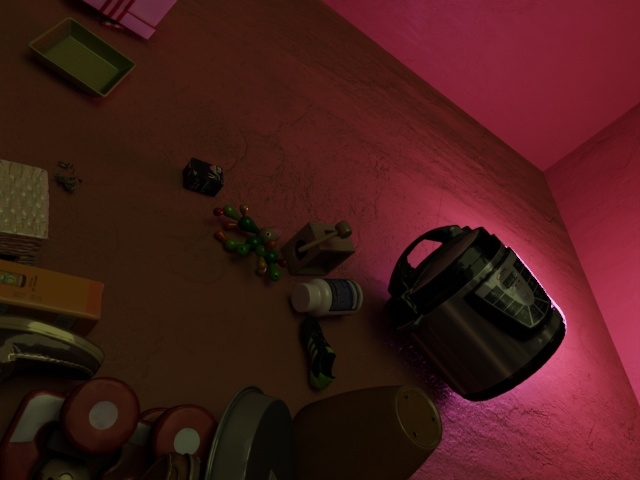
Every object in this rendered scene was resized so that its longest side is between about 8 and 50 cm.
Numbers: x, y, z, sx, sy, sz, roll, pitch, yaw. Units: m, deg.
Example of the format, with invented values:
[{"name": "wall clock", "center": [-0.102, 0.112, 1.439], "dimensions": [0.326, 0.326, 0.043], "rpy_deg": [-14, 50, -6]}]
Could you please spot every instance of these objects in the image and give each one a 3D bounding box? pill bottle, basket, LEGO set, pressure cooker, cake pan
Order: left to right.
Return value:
[{"name": "basket", "center": [-0.532, -0.046, 0.901], "dimensions": [0.113, 0.103, 0.167], "rpy_deg": [12, 49, -41]}, {"name": "LEGO set", "center": [-0.510, -0.124, 1.070], "dimensions": [0.054, 0.023, 0.083], "rpy_deg": [26, 28, -30]}, {"name": "cake pan", "center": [-0.101, 0.380, 0.840], "dimensions": [0.293, 0.054, 0.292], "rpy_deg": [0, 90, -76]}, {"name": "pill bottle", "center": [0.015, 0.139, 1.296], "dimensions": [0.170, 0.094, 0.094], "rpy_deg": [5, 54, -43]}, {"name": "pressure cooker", "center": [0.380, 0.168, 1.425], "dimensions": [0.420, 0.376, 0.370], "rpy_deg": [50, 11, 3]}]

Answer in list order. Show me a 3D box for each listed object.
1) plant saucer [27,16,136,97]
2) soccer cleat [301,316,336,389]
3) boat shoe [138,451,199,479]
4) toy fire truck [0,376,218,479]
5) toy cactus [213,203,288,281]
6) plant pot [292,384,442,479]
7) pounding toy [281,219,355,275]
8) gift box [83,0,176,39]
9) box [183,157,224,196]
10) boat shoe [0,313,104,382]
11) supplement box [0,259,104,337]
[{"name": "plant saucer", "center": [-0.564, -0.425, 1.263], "dimensions": [0.188, 0.045, 0.188], "rpy_deg": [34, 38, -19]}, {"name": "soccer cleat", "center": [0.000, 0.247, 1.201], "dimensions": [0.060, 0.072, 0.178], "rpy_deg": [18, 46, -35]}, {"name": "boat shoe", "center": [-0.266, 0.389, 0.643], "dimensions": [0.105, 0.111, 0.307], "rpy_deg": [36, 80, -20]}, {"name": "toy fire truck", "center": [-0.300, 0.344, 0.753], "dimensions": [0.302, 0.169, 0.253], "rpy_deg": [28, 59, -24]}, {"name": "toy cactus", "center": [-0.147, -0.008, 1.276], "dimensions": [0.219, 0.112, 0.180], "rpy_deg": [44, 26, 8]}, {"name": "plant pot", "center": [0.101, 0.383, 1.029], "dimensions": [0.237, 0.254, 0.237], "rpy_deg": [26, 42, -26]}, {"name": "pounding toy", "center": [-0.003, -0.004, 1.314], "dimensions": [0.181, 0.206, 0.094], "rpy_deg": [4, 54, -43]}, {"name": "gift box", "center": [-0.524, -0.737, 1.406], "dimensions": [0.277, 0.258, 0.254], "rpy_deg": [26, 41, -39]}, {"name": "box", "center": [-0.285, -0.153, 1.293], "dimensions": [0.083, 0.052, 0.062], "rpy_deg": [17, 45, -34]}, {"name": "boat shoe", "center": [-0.490, 0.170, 0.745], "dimensions": [0.342, 0.123, 0.123], "rpy_deg": [21, 53, -27]}, {"name": "supplement box", "center": [-0.480, 0.090, 0.854], "dimensions": [0.234, 0.080, 0.078], "rpy_deg": [21, 43, -34]}]
